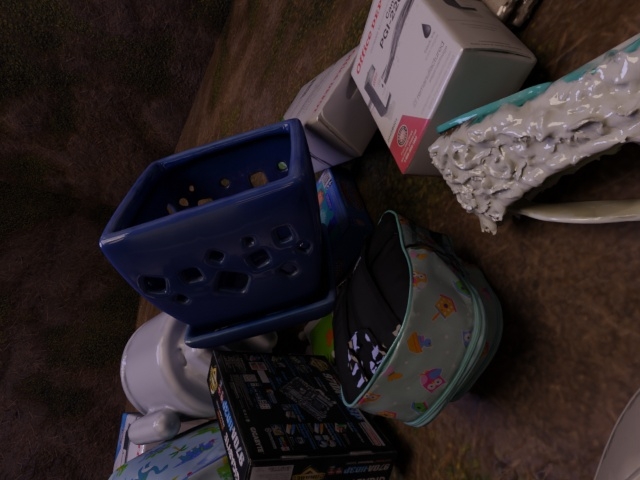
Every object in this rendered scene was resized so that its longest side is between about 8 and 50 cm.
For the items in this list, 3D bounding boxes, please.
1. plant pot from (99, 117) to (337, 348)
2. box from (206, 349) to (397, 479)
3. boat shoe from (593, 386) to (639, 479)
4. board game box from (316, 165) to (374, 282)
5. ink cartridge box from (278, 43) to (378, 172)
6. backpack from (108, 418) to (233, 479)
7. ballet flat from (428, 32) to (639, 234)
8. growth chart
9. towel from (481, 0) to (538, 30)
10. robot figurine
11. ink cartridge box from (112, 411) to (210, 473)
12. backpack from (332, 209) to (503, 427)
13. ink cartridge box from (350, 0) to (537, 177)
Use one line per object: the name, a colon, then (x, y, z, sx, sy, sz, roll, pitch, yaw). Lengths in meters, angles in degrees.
plant pot: (-0.102, -0.004, 0.615, 0.236, 0.235, 0.212, -98, -9, -59)
box: (-0.036, 0.213, 0.578, 0.220, 0.175, 0.051, 37, 115, 62)
boat shoe: (0.222, 0.171, 0.302, 0.064, 0.075, 0.206, 25, 97, 19)
board game box: (0.000, 0.000, 0.792, 0.210, 0.047, 0.160, -56, 33, 34)
ink cartridge box: (0.013, -0.201, 0.757, 0.160, 0.092, 0.219, -60, 23, -16)
backpack: (-0.158, 0.387, 0.676, 0.355, 0.289, 0.274, 5, 104, 56)
ballet flat: (0.244, -0.087, 0.310, 0.408, 0.146, 0.147, -18, 63, 63)
growth chart: (0.022, 0.190, 0.698, 0.172, 0.021, 0.237, -61, 30, 31)
towel: (0.231, -0.388, 0.522, 0.283, 0.049, 0.187, -65, 31, 25)
robot figurine: (-0.222, 0.209, 0.811, 0.353, 0.200, 0.300, -29, 23, 47)
ink cartridge box: (-0.437, 0.613, 1.232, 0.394, 0.166, 0.286, -28, 54, 55)
backpack: (0.089, 0.084, 0.462, 0.166, 0.144, 0.188, -62, 5, 23)
ink cartridge box: (0.124, -0.204, 0.545, 0.159, 0.092, 0.218, 110, 153, -46)
